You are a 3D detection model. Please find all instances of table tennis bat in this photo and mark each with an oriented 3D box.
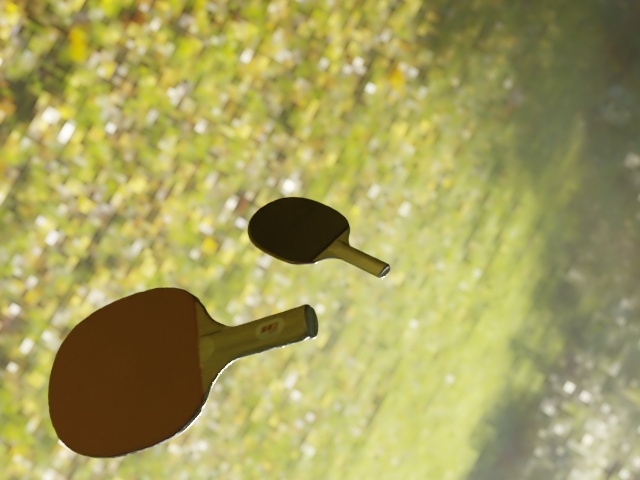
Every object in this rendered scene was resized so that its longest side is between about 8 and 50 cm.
[{"bbox_3d":[-0.113,0.096,1.520,0.022,0.246,0.138,37,42,-52],"label":"table tennis bat"},{"bbox_3d":[0.000,0.000,1.836,0.087,0.156,0.013,-39,142,-35],"label":"table tennis bat"}]
